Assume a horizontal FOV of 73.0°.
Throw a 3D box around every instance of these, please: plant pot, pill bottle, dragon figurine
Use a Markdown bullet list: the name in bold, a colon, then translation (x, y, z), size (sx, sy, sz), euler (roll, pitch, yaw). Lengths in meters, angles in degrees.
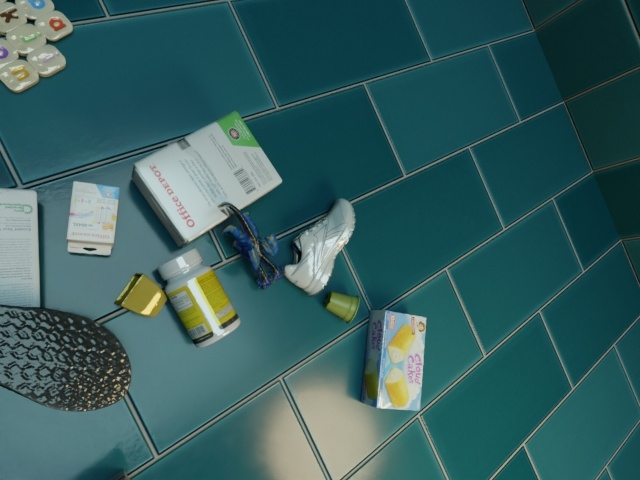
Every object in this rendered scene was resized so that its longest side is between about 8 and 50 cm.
- **plant pot**: translation (0.055, 0.179, 1.207), size (0.079, 0.083, 0.083), euler (23, 71, -9)
- **pill bottle**: translation (-0.285, 0.131, 1.010), size (0.119, 0.119, 0.209), euler (-30, 96, -28)
- **plant pot**: translation (-0.398, 0.130, 0.977), size (0.083, 0.081, 0.081), euler (40, 66, -26)
- **dragon figurine**: translation (-0.157, 0.012, 1.044), size (0.085, 0.289, 0.144), euler (-39, 64, -23)

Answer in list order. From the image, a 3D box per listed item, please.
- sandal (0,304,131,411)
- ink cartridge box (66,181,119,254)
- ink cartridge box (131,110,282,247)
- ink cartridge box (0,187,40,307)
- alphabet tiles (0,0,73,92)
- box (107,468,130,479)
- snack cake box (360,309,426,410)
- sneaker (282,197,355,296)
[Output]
- **sandal**: translation (-0.571, 0.192, 0.795), size (0.445, 0.107, 0.168), euler (28, 65, -26)
- **ink cartridge box**: translation (-0.496, -0.043, 0.947), size (0.092, 0.090, 0.143), euler (6, 78, -26)
- **ink cartridge box**: translation (-0.276, -0.149, 1.059), size (0.289, 0.121, 0.211), euler (-37, 99, -27)
- **ink cartridge box**: translation (-0.703, 0.062, 0.783), size (0.324, 0.071, 0.331), euler (0, 85, -45)
- **alphabet tiles**: translation (-0.717, -0.467, 0.944), size (0.284, 0.021, 0.278), euler (48, 65, -12)
- **box**: translation (-0.434, 0.528, 0.828), size (0.145, 0.186, 0.038), euler (-31, 96, -27)
- **snack cake box**: translation (0.213, 0.342, 1.248), size (0.152, 0.089, 0.265), euler (13, 76, -24)
- **sneaker**: translation (0.000, 0.000, 1.189), size (0.129, 0.111, 0.297), euler (31, 68, -13)
